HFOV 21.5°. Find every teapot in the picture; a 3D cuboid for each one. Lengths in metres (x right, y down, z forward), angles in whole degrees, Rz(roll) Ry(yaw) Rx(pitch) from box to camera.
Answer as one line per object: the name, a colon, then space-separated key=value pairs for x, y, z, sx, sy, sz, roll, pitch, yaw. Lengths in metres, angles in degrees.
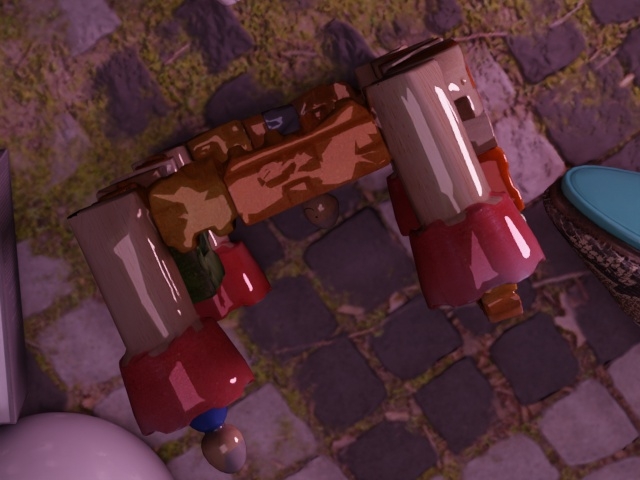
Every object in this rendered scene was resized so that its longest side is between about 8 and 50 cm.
teapot: x=-0.233 y=0.289 z=1.495 sx=0.256 sy=0.187 sz=0.253 roll=-3 pitch=105 yaw=-2

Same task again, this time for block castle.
block castle: x=0.000 y=0.000 z=1.298 sx=0.303 sy=0.453 sz=0.213 roll=-23 pitch=97 yaw=3

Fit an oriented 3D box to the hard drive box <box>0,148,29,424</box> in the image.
hard drive box: x=-0.359 y=0.043 z=1.477 sx=0.181 sy=0.089 sz=0.232 roll=-2 pitch=104 yaw=-1

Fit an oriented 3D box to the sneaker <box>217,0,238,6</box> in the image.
sneaker: x=-0.081 y=-0.313 z=1.398 sx=0.121 sy=0.079 sz=0.217 roll=-25 pitch=103 yaw=6

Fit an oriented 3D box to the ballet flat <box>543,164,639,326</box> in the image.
ballet flat: x=0.418 y=0.060 z=1.488 sx=0.482 sy=0.164 sz=0.182 roll=8 pitch=124 yaw=-6
